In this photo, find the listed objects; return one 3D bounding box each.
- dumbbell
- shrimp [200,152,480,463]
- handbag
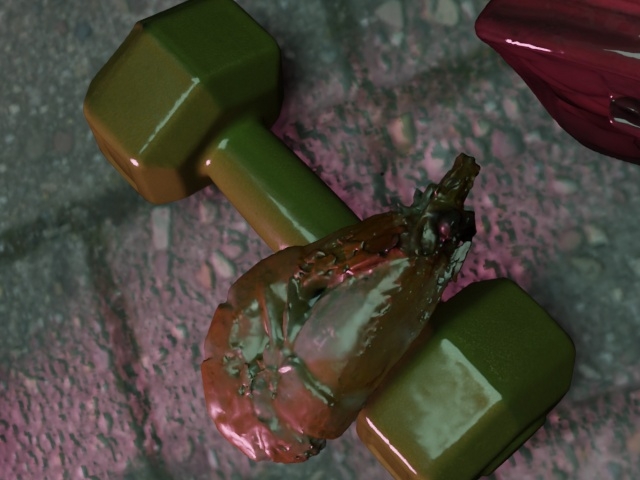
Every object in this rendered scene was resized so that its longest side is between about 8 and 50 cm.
[{"bbox_3d":[0.000,0.000,0.637,0.108,0.121,0.302,-40,74,-12],"label":"dumbbell"},{"bbox_3d":[0.010,0.030,0.552,0.184,0.043,0.091,-43,72,18],"label":"shrimp"},{"bbox_3d":[0.162,-0.097,0.506,0.146,0.225,0.135,23,91,21],"label":"handbag"}]
